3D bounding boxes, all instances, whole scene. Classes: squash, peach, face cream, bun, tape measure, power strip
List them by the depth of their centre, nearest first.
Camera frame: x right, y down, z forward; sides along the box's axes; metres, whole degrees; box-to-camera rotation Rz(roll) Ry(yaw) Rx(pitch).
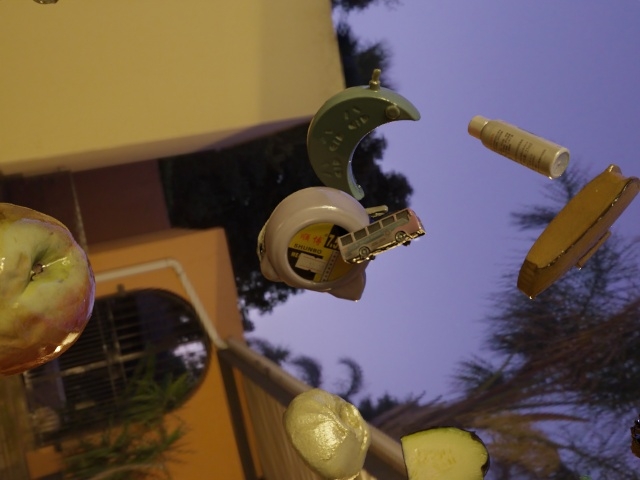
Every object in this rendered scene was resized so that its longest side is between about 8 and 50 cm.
[{"bbox_3d":[0.010,0.163,0.667,0.055,0.086,0.086,-44,-134,14],"label":"bun"},{"bbox_3d":[-0.407,0.066,0.954,0.214,0.236,0.214,53,25,-38],"label":"peach"},{"bbox_3d":[0.004,-0.002,1.261,0.105,0.196,0.178,-98,-149,-58],"label":"tape measure"},{"bbox_3d":[0.068,-0.197,1.417,0.253,0.168,0.054,-57,-167,35],"label":"power strip"},{"bbox_3d":[0.279,0.502,1.691,0.191,0.184,0.085,-96,173,-51],"label":"squash"},{"bbox_3d":[0.471,-0.235,1.878,0.269,0.082,0.081,36,-43,39],"label":"face cream"}]

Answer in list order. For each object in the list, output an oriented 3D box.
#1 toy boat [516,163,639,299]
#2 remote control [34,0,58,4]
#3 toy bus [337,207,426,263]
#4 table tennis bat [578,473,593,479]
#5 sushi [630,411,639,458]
[{"bbox_3d":[0.500,-0.013,1.510,0.089,0.321,0.121,38,-9,34],"label":"toy boat"},{"bbox_3d":[-0.432,-0.460,1.024,0.309,0.038,0.090,65,-19,-14],"label":"remote control"},{"bbox_3d":[0.091,-0.006,1.170,0.037,0.131,0.052,30,39,-63],"label":"toy bus"},{"bbox_3d":[0.583,0.580,1.676,0.124,0.033,0.201,11,-48,39],"label":"table tennis bat"},{"bbox_3d":[0.616,0.311,1.273,0.213,0.200,0.203,-70,165,-58],"label":"sushi"}]
